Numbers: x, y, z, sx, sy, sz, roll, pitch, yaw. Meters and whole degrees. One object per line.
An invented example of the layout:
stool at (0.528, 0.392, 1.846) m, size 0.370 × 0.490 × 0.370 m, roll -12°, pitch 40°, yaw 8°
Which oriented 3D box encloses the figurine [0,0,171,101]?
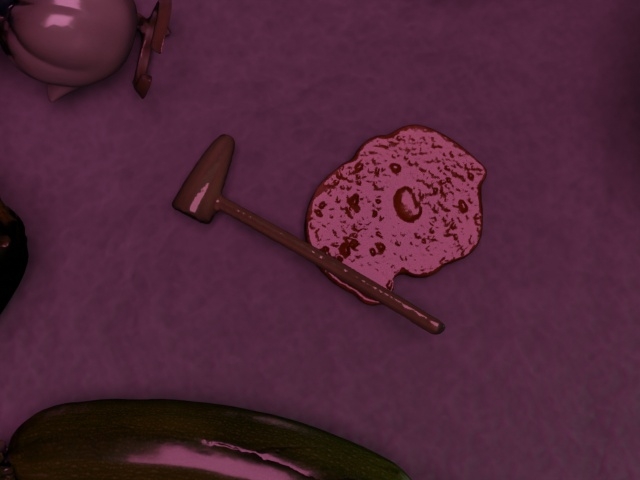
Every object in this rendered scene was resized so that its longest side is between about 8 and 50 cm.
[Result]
figurine at (-0.168, -0.136, 0.735) m, size 0.154 × 0.132 × 0.132 m, roll 11°, pitch 84°, yaw -16°

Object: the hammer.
hammer at (0.000, 0.000, 0.756) m, size 0.195 × 0.028 × 0.060 m, roll 30°, pitch 84°, yaw 9°

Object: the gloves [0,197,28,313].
gloves at (-0.348, -0.041, 0.687) m, size 0.356 × 0.155 × 0.203 m, roll 35°, pitch 91°, yaw -16°

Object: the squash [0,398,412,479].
squash at (-0.065, 0.143, 0.733) m, size 0.318 × 0.071 × 0.080 m, roll 8°, pitch 86°, yaw -3°

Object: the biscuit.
biscuit at (0.051, -0.019, 0.781) m, size 0.130 × 0.019 × 0.102 m, roll -36°, pitch 88°, yaw -6°
